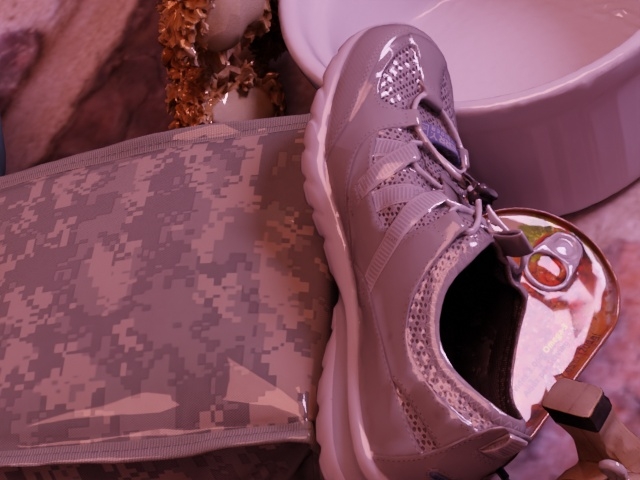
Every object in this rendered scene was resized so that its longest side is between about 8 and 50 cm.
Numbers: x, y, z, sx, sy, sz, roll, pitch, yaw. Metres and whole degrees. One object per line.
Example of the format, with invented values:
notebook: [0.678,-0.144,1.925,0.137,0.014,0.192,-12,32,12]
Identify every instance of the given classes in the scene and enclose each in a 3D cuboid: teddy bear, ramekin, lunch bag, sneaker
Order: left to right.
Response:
lunch bag: [-0.117,0.070,0.910,0.287,0.169,0.235,-5,51,11]
teddy bear: [-0.079,-0.190,1.074,0.113,0.245,0.338,-4,55,4]
sneaker: [0.066,0.004,0.801,0.115,0.105,0.281,-25,57,37]
ramekin: [0.122,-0.141,1.017,0.277,0.135,0.277,-10,49,12]

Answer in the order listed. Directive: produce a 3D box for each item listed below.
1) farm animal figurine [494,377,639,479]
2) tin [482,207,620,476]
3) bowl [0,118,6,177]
farm animal figurine: [0.204,0.187,0.700,0.330,0.172,0.327,-45,38,-8]
tin: [0.097,0.057,0.886,0.106,0.040,0.190,40,57,8]
bowl: [-0.354,-0.059,1.115,0.311,0.163,0.311,-11,48,13]
